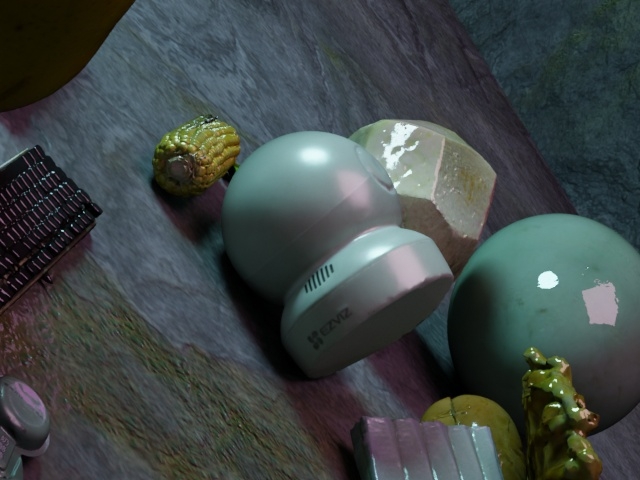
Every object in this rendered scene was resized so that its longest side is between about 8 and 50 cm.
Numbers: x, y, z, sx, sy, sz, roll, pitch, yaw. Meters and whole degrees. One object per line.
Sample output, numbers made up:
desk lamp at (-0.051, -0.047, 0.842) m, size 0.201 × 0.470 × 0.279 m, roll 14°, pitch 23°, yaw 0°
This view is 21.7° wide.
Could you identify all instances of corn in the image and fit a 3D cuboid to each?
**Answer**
corn at (-0.129, -0.093, 1.773) m, size 0.072 × 0.072 × 0.203 m, roll 50°, pitch 15°, yaw -3°

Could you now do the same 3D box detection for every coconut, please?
coconut at (0.098, -0.040, 1.984) m, size 0.197 × 0.237 × 0.237 m, roll 17°, pitch 17°, yaw 3°

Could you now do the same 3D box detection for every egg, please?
egg at (0.299, 0.107, 2.122) m, size 0.276 × 0.276 × 0.389 m, roll 50°, pitch 15°, yaw -4°

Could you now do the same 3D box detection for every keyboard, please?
keyboard at (-0.247, -0.007, 1.339) m, size 0.106 × 0.027 × 0.317 m, roll 49°, pitch 16°, yaw -7°

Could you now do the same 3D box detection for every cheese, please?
cheese at (-0.213, 0.127, 1.141) m, size 0.067 × 0.026 × 0.121 m, roll 46°, pitch 17°, yaw -15°

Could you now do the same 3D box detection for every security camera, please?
security camera at (0.000, 0.000, 1.708) m, size 0.236 × 0.194 × 0.194 m, roll 54°, pitch 16°, yaw 15°

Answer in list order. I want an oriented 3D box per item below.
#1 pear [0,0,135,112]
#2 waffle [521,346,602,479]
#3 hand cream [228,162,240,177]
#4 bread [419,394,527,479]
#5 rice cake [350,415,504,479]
pear at (-0.261, -0.240, 1.281) m, size 0.285 × 0.336 × 0.285 m, roll 24°, pitch 55°, yaw -39°
waffle at (0.253, 0.278, 1.749) m, size 0.325 × 0.068 × 0.302 m, roll -92°, pitch 177°, yaw -63°
hand cream at (-0.075, -0.064, 1.931) m, size 0.122 × 0.023 × 0.036 m, roll 37°, pitch 12°, yaw -40°
bread at (0.159, 0.231, 1.763) m, size 0.189 × 0.114 × 0.077 m, roll -104°, pitch -177°, yaw -50°
rice cake at (0.119, 0.257, 1.617) m, size 0.189 × 0.037 × 0.198 m, roll 8°, pitch 41°, yaw -31°
